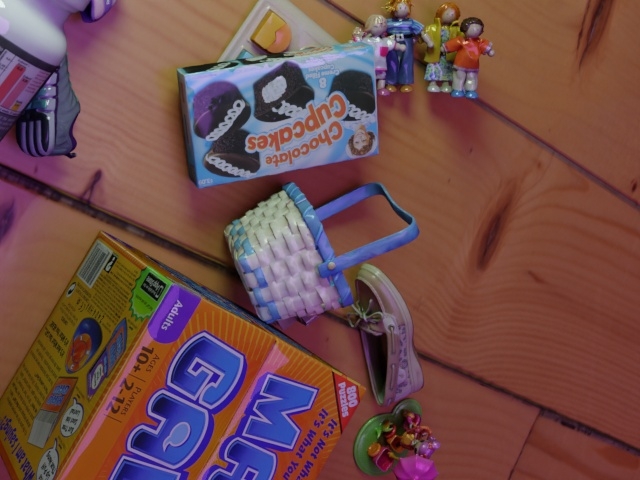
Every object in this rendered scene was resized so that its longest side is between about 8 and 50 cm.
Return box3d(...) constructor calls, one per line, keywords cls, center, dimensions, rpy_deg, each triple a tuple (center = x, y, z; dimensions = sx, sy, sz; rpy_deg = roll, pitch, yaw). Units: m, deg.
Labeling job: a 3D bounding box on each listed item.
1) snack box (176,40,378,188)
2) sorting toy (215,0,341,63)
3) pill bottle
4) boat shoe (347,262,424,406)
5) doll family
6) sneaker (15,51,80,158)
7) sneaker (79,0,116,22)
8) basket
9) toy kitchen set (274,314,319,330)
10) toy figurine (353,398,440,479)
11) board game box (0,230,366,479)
box3d(cls="snack box", center=(-0.063, -0.207, 1.577), dimensions=(0.321, 0.060, 0.187), rpy_deg=(-13, 115, -19))
box3d(cls="sorting toy", center=(-0.066, -0.282, 1.606), dimensions=(0.193, 0.038, 0.208), rpy_deg=(34, 84, -30))
box3d(cls="pill bottle", center=(-0.465, -0.243, 1.262), dimensions=(0.210, 0.210, 0.363), rpy_deg=(36, 97, -30))
box3d(cls="boat shoe", center=(0.113, 0.177, 1.773), dimensions=(0.089, 0.104, 0.285), rpy_deg=(-29, 115, -22))
box3d(cls="doll family", center=(0.167, -0.342, 1.692), dimensions=(0.262, 0.118, 0.163), rpy_deg=(-1, 109, -10))
box3d(cls="sneaker", center=(-0.399, -0.232, 1.435), dimensions=(0.098, 0.083, 0.224), rpy_deg=(2, 91, -65))
box3d(cls="sneaker", center=(-0.380, -0.393, 1.372), dimensions=(0.236, 0.095, 0.105), rpy_deg=(33, 77, -31))
box3d(cls="basket", center=(0.000, 0.000, 1.594), dimensions=(0.289, 0.255, 0.201), rpy_deg=(-27, 110, -1))
box3d(cls="toy kitchen set", center=(-0.047, 0.107, 1.691), dimensions=(0.083, 0.068, 0.075), rpy_deg=(-36, 116, -17))
box3d(cls="toy figurine", center=(0.171, 0.396, 1.824), dimensions=(0.173, 0.159, 0.130), rpy_deg=(-48, 119, -11))
box3d(cls="board game box", center=(-0.227, 0.250, 1.460), dimensions=(0.356, 0.356, 0.356), rpy_deg=(33, 86, -30))
